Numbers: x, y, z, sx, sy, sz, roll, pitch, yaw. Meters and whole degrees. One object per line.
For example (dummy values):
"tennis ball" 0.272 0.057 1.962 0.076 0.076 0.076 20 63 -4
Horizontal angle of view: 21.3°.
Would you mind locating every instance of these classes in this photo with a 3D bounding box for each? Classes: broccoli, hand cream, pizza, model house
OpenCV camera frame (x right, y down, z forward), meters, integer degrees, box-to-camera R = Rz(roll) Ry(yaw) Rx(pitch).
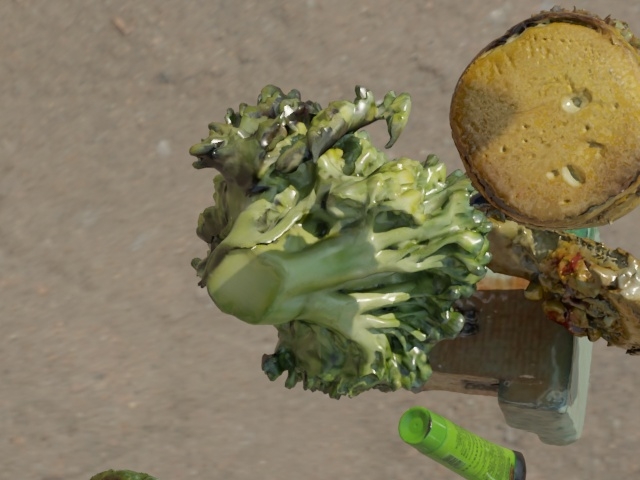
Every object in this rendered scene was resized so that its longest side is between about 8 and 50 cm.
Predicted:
"broccoli" 0.012 -0.004 1.765 0.334 0.272 0.324 42 94 15
"hand cream" 0.085 0.122 0.968 0.122 0.023 0.036 33 59 -48
"pizza" 0.258 0.035 1.773 0.287 0.251 0.074 31 81 -7
"model house" 0.159 0.084 2.031 0.325 0.194 0.267 5 71 14

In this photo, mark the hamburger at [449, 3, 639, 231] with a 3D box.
"hamburger" 0.203 -0.103 1.417 0.181 0.118 0.191 -9 84 15

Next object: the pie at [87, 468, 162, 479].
"pie" -0.199 0.366 1.673 0.078 0.277 0.277 27 70 -53
